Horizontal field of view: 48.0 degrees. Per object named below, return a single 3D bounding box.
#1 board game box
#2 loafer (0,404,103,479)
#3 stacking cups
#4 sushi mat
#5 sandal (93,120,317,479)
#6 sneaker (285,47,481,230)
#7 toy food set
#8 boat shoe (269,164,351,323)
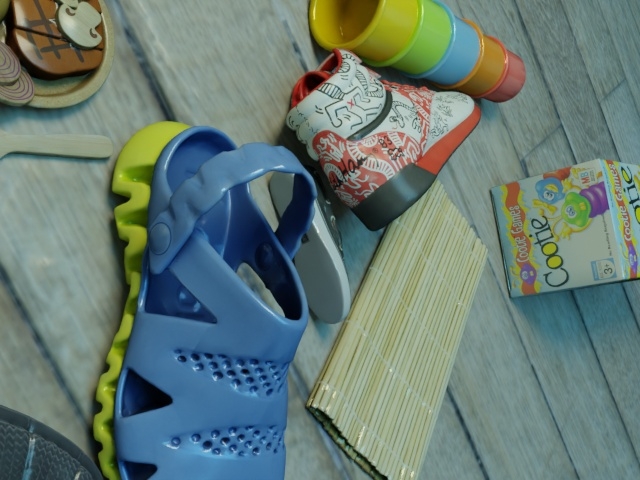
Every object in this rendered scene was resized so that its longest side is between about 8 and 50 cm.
[{"bbox_3d":[0.363,-0.013,0.932,0.275,0.142,0.144,-2,80,-47],"label":"board game box"},{"bbox_3d":[-0.232,0.116,0.312,0.302,0.095,0.109,27,62,-55],"label":"loafer"},{"bbox_3d":[0.123,-0.206,0.787,0.316,0.096,0.096,9,73,-49],"label":"stacking cups"},{"bbox_3d":[0.093,0.078,0.715,0.151,0.019,0.316,49,49,-27],"label":"sushi mat"},{"bbox_3d":[-0.065,0.061,0.470,0.126,0.138,0.317,3,79,-48],"label":"sandal"},{"bbox_3d":[0.065,-0.129,0.690,0.145,0.090,0.270,50,37,-7],"label":"sneaker"},{"bbox_3d":[-0.189,-0.147,0.466,0.132,0.038,0.192,-6,84,-47],"label":"toy food set"},{"bbox_3d":[0.000,0.000,0.618,0.040,0.049,0.142,-20,92,-48],"label":"boat shoe"}]
